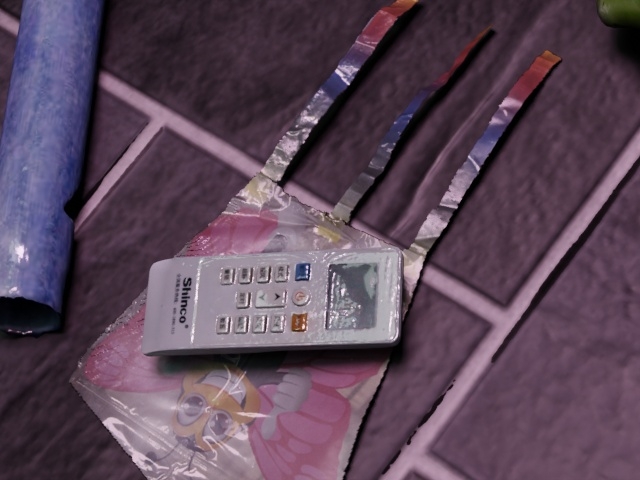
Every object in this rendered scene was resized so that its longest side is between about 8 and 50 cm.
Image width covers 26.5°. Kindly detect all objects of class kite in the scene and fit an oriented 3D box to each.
[{"bbox_3d":[-0.001,-0.002,0.840,0.204,0.022,0.360,26,76,30],"label":"kite"}]

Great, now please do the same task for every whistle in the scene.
[{"bbox_3d":[-0.187,-0.085,0.931,0.062,0.062,0.304,-7,61,18],"label":"whistle"}]

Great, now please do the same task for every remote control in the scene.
[{"bbox_3d":[-0.029,0.038,0.807,0.162,0.029,0.061,-2,69,17],"label":"remote control"}]

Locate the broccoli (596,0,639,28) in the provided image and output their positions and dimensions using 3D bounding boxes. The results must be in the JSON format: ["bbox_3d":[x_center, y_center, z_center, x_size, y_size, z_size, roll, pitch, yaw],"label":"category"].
[{"bbox_3d":[0.267,-0.185,0.734,0.294,0.265,0.245,-55,24,-20],"label":"broccoli"}]
